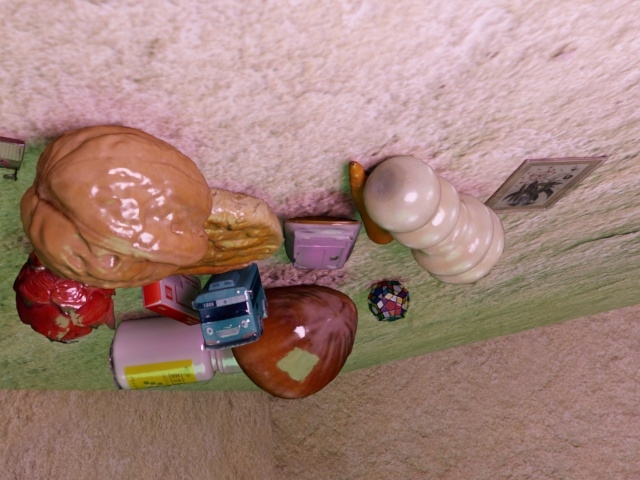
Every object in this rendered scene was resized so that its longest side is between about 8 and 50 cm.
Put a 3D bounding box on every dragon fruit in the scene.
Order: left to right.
[{"bbox_3d":[-0.502,0.108,1.085,0.192,0.193,0.274,32,133,11],"label":"dragon fruit"}]

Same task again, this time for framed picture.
[{"bbox_3d":[0.446,-0.109,1.119,0.173,0.010,0.231,-4,159,-9],"label":"framed picture"}]

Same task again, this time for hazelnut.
[{"bbox_3d":[-0.063,0.263,1.490,0.372,0.315,0.372,-28,173,-4],"label":"hazelnut"}]

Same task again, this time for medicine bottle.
[{"bbox_3d":[-0.423,0.330,1.668,0.379,0.213,0.213,-6,159,-4],"label":"medicine bottle"}]

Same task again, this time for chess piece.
[{"bbox_3d":[0.202,-0.045,1.006,0.182,0.182,0.330,-20,150,29],"label":"chess piece"}]

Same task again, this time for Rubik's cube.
[{"bbox_3d":[0.206,0.182,1.640,0.133,0.133,0.112,-25,126,38],"label":"Rubik's cube"}]

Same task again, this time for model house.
[{"bbox_3d":[-0.452,-0.116,0.740,0.083,0.057,0.058,9,158,-33],"label":"model house"}]

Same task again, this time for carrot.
[{"bbox_3d":[0.099,-0.062,1.055,0.069,0.069,0.336,-13,155,14],"label":"carrot"}]

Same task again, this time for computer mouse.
[{"bbox_3d":[0.000,0.000,1.151,0.158,0.071,0.310,1,164,-2],"label":"computer mouse"}]

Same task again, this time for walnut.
[{"bbox_3d":[-0.274,-0.043,0.768,0.257,0.257,0.224,20,109,-49],"label":"walnut"}]

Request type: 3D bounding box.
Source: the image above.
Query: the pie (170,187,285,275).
[{"bbox_3d":[-0.231,-0.006,1.067,0.340,0.083,0.339,-8,161,-3],"label":"pie"}]

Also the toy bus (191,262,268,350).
[{"bbox_3d":[-0.197,0.141,1.233,0.128,0.147,0.256,-12,-170,1],"label":"toy bus"}]

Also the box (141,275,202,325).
[{"bbox_3d":[-0.345,0.124,1.295,0.050,0.122,0.229,-16,157,9],"label":"box"}]
